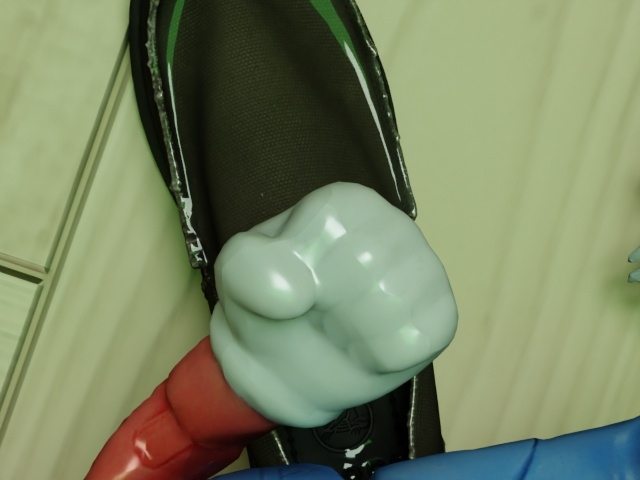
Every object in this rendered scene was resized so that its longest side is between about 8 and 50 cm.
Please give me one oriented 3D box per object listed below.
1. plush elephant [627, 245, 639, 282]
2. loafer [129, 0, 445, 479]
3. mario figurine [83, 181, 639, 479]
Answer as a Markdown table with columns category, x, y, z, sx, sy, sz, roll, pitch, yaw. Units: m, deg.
| category | x | y | z | sx | sy | sz | roll | pitch | yaw |
| --- | --- | --- | --- | --- | --- | --- | --- | --- | --- |
| plush elephant | 0.257 | -0.073 | 0.445 | 0.329 | 0.272 | 0.255 | 2 | 139 | 6 |
| loafer | 0.000 | 0.000 | 0.513 | 0.080 | 0.078 | 0.220 | -17 | 97 | -7 |
| mario figurine | -0.034 | 0.110 | 0.401 | 0.320 | 0.198 | 0.170 | -6 | 136 | -2 |
